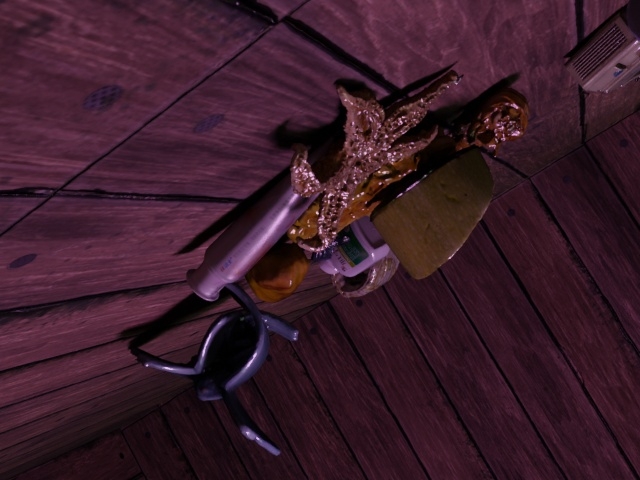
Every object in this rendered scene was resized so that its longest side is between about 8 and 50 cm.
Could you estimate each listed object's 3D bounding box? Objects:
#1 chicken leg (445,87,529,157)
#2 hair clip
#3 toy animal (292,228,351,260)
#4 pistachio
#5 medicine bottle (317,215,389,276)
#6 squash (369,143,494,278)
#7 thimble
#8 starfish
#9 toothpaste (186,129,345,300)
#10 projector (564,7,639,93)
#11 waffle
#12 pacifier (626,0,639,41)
[{"bbox_3d":[0.268,-0.181,1.296,0.101,0.085,0.207,-64,-166,-23],"label":"chicken leg"},{"bbox_3d":[-0.184,0.234,1.581,0.238,0.392,0.318,-54,174,-11],"label":"hair clip"},{"bbox_3d":[0.000,0.000,1.497,0.108,0.062,0.220,-28,159,-3],"label":"toy animal"},{"bbox_3d":[-0.079,0.054,1.454,0.110,0.100,0.189,-49,177,-20],"label":"pistachio"},{"bbox_3d":[0.060,0.009,1.573,0.069,0.119,0.183,-29,174,-32],"label":"medicine bottle"},{"bbox_3d":[0.196,-0.054,1.240,0.220,0.133,0.220,-40,176,-4],"label":"squash"},{"bbox_3d":[0.122,0.055,2.012,0.190,0.137,0.143,-49,164,31],"label":"thimble"},{"bbox_3d":[0.059,-0.122,0.967,0.302,0.060,0.299,-35,155,-31],"label":"starfish"},{"bbox_3d":[-0.063,-0.037,1.066,0.323,0.066,0.100,-43,165,21],"label":"toothpaste"},{"bbox_3d":[0.546,-0.335,1.325,0.270,0.088,0.193,-25,167,-33],"label":"projector"},{"bbox_3d":[0.085,-0.088,1.265,0.325,0.068,0.302,-30,172,-13],"label":"waffle"},{"bbox_3d":[0.509,-0.343,0.935,0.299,0.244,0.233,-33,142,-14],"label":"pacifier"}]
